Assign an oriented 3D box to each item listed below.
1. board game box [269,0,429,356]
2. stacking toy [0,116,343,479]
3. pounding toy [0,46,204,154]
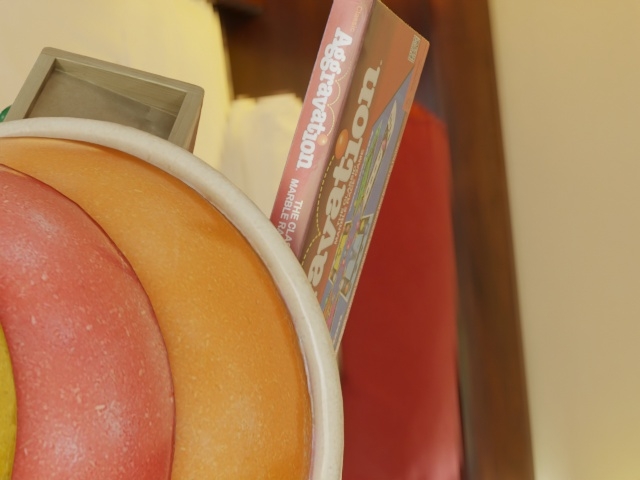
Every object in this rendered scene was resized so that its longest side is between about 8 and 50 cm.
[{"bbox_3d":[0.000,0.000,0.991,0.145,0.027,0.281,13,94,-72],"label":"board game box"},{"bbox_3d":[-0.210,0.073,0.704,0.480,0.350,0.351,31,54,-71],"label":"stacking toy"},{"bbox_3d":[-0.159,-0.053,1.073,0.130,0.141,0.100,-75,180,-51],"label":"pounding toy"}]
